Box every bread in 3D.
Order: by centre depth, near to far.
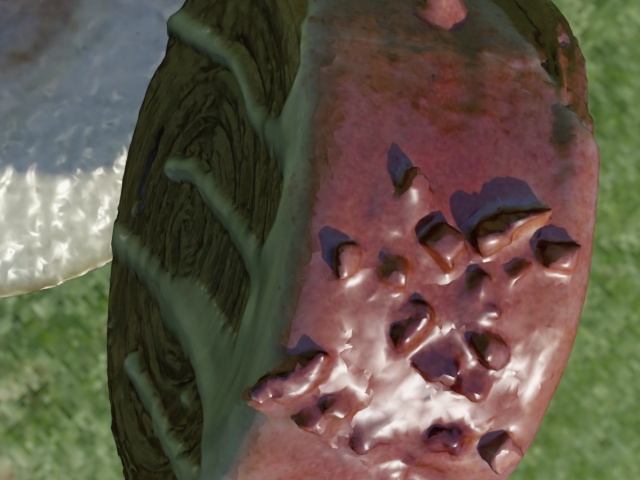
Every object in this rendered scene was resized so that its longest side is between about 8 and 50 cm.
[{"bbox_3d":[0.000,0.000,0.451,0.073,0.160,0.160,12,129,-22],"label":"bread"}]

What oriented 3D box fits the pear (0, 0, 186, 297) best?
[{"bbox_3d":[-0.201,-0.153,0.946,0.386,0.191,0.340,-17,115,-9],"label":"pear"}]
